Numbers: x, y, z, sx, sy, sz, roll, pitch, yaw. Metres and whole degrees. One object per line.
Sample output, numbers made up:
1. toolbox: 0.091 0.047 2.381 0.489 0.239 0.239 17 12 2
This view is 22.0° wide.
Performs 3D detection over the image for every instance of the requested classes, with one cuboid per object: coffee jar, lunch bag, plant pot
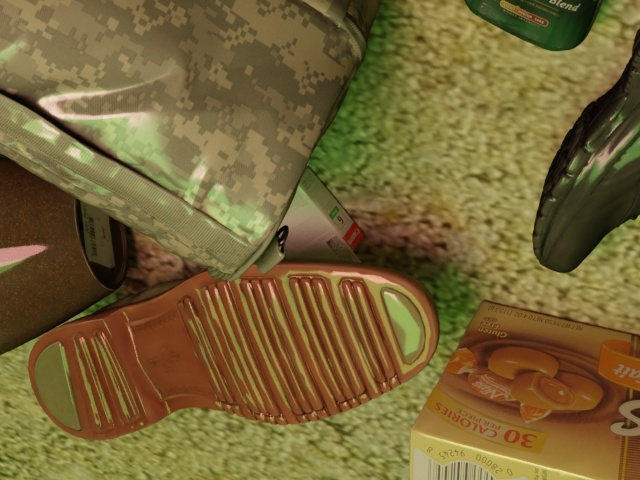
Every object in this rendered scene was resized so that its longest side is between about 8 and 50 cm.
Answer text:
1. coffee jar: 0.170 -0.225 1.111 0.096 0.079 0.184 27 129 8
2. lunch bag: -0.134 -0.134 1.171 0.305 0.256 0.212 31 132 -15
3. plant pot: -0.294 0.013 1.441 0.230 0.215 0.215 -11 117 16

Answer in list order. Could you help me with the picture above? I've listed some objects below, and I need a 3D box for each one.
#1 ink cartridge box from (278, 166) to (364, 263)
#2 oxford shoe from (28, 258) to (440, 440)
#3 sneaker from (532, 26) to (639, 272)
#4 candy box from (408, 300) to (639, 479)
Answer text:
1. ink cartridge box: 0.000 0.000 1.381 0.063 0.029 0.115 -31 105 38
2. oxford shoe: -0.062 0.070 1.387 0.397 0.146 0.140 -8 105 32
3. sneaker: 0.247 -0.067 1.168 0.130 0.109 0.286 29 132 -2
4. candy box: 0.244 0.160 1.266 0.316 0.183 0.087 13 127 18
